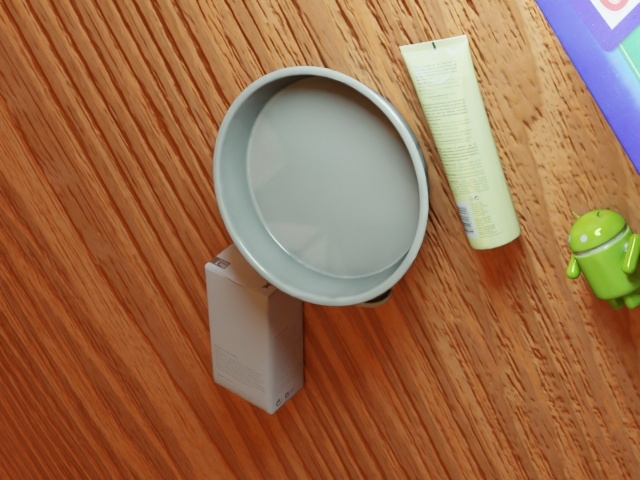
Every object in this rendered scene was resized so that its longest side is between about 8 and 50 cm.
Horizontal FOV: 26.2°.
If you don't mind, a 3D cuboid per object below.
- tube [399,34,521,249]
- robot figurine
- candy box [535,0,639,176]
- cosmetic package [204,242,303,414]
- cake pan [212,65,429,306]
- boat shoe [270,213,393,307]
[{"bbox_3d":[0.161,-0.109,1.518,0.070,0.062,0.240,-19,106,5],"label":"tube"},{"bbox_3d":[0.307,0.017,1.463,0.115,0.067,0.101,60,154,-12],"label":"robot figurine"},{"bbox_3d":[0.344,-0.179,1.086,0.268,0.122,0.317,-41,67,38],"label":"candy box"},{"bbox_3d":[-0.090,0.122,1.939,0.117,0.085,0.231,27,135,27],"label":"cosmetic package"},{"bbox_3d":[0.006,-0.067,1.640,0.293,0.054,0.293,11,112,29],"label":"cake pan"},{"bbox_3d":[0.000,0.000,1.744,0.228,0.081,0.068,36,145,21],"label":"boat shoe"}]
